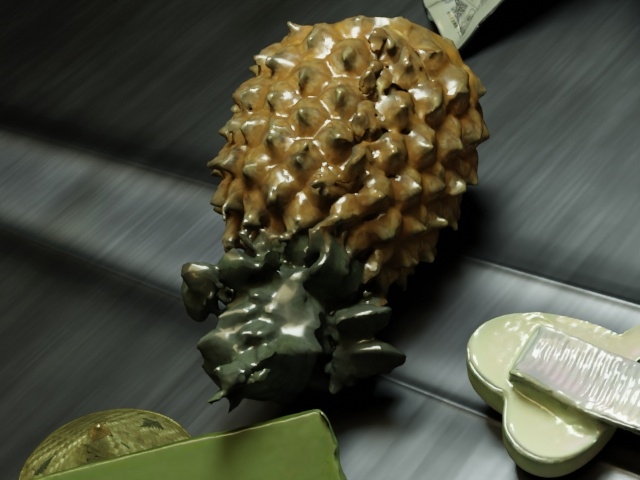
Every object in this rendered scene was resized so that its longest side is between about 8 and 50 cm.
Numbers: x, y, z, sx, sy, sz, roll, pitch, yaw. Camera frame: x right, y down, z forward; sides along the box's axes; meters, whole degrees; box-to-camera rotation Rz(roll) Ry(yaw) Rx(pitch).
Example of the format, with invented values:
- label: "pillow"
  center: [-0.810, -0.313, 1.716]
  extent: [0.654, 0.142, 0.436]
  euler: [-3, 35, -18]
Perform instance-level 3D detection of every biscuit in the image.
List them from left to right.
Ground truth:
- label: "biscuit"
  center: [-0.138, 0.203, 0.819]
  extent: [0.322, 0.038, 0.099]
  euler: [-15, 76, 3]

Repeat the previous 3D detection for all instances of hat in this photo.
- label: "hat"
  center: [-0.164, 0.162, 0.873]
  extent: [0.146, 0.067, 0.146]
  euler: [-2, 41, 1]

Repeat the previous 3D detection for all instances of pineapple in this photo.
- label: "pineapple"
  center: [0.001, 0.001, 0.909]
  extent: [0.222, 0.223, 0.357]
  euler: [-1, 52, 28]

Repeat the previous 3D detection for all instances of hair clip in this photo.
- label: "hair clip"
  center: [0.203, 0.096, 0.779]
  extent: [0.218, 0.071, 0.159]
  euler: [16, 51, 33]

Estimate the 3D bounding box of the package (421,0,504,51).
- label: "package"
  center: [0.186, -0.307, 1.203]
  extent: [0.232, 0.040, 0.166]
  euler: [-54, 26, 23]
